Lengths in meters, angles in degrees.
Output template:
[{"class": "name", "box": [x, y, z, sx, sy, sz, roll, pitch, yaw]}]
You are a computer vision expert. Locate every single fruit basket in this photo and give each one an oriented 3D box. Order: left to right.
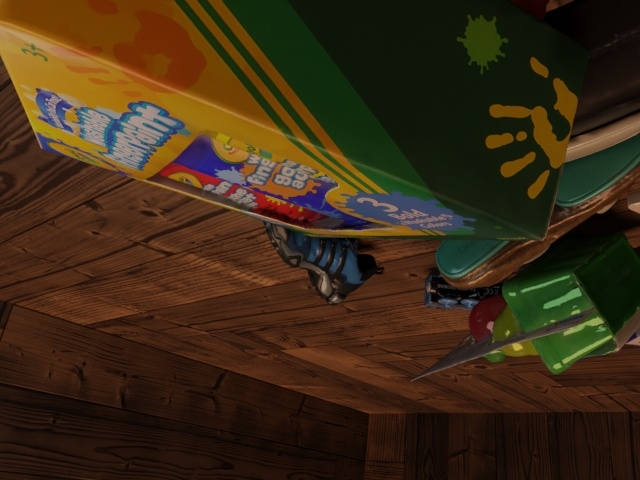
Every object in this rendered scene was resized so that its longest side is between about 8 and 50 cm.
[{"class": "fruit basket", "box": [0.363, 0.135, 0.947, 0.327, 0.165, 0.353, -24, 164, -39]}]

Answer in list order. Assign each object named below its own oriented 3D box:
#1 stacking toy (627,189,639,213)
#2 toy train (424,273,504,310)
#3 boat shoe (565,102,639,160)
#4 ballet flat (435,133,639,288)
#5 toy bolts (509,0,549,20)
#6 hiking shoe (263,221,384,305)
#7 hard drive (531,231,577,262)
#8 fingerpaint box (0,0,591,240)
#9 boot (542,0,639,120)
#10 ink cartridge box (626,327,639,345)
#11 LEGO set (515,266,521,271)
[{"class": "stacking toy", "box": [0.551, -0.096, 0.650, 0.309, 0.130, 0.279, 26, 146, -14]}, {"class": "toy train", "box": [0.316, 0.114, 1.216, 0.184, 0.080, 0.105, 5, 164, -2]}, {"class": "boat shoe", "box": [0.224, -0.128, 0.678, 0.320, 0.098, 0.116, -15, 174, 43]}, {"class": "ballet flat", "box": [0.311, -0.043, 0.749, 0.124, 0.116, 0.342, 21, 123, -43]}, {"class": "toy bolts", "box": [0.177, -0.269, 0.385, 0.158, 0.218, 0.229, 49, 159, -16]}, {"class": "hiking shoe", "box": [0.000, 0.000, 1.052, 0.132, 0.113, 0.304, -33, 137, 10]}, {"class": "hard drive", "box": [0.402, 0.016, 1.039, 0.135, 0.022, 0.094, -3, 153, 21]}, {"class": "fingerpaint box", "box": [-0.066, -0.122, 0.538, 0.371, 0.163, 0.445, 18, 173, -23]}, {"class": "boot", "box": [0.430, -0.202, 0.396, 0.367, 0.146, 0.445, -7, 173, -33]}, {"class": "ink cartridge box", "box": [0.715, 0.094, 0.975, 0.270, 0.151, 0.395, 5, 154, 5]}, {"class": "LEGO set", "box": [0.275, -0.032, 0.869, 0.132, 0.107, 0.287, -2, 154, 18]}]
